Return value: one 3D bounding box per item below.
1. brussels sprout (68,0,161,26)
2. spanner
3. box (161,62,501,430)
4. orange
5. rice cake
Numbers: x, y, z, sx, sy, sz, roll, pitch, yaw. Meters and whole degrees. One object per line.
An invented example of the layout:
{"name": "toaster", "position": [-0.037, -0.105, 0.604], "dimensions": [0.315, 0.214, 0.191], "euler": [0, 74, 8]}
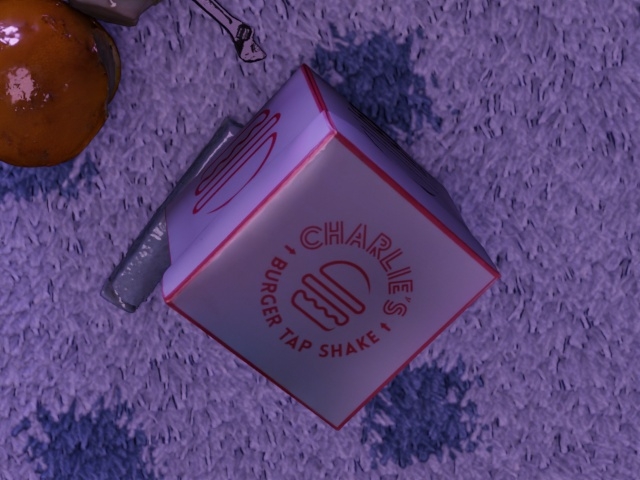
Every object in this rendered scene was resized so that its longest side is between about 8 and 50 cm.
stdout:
{"name": "brussels sprout", "position": [-0.272, -0.410, 1.713], "dimensions": [0.244, 0.244, 0.244], "euler": [1, 105, 2]}
{"name": "spanner", "position": [-0.156, -0.327, 1.839], "dimensions": [0.208, 0.012, 0.046], "euler": [43, 104, -9]}
{"name": "box", "position": [0.000, 0.000, 1.746], "dimensions": [0.314, 0.300, 0.312], "euler": [39, 103, -23]}
{"name": "orange", "position": [-0.389, -0.214, 1.767], "dimensions": [0.240, 0.240, 0.240], "euler": [1, 105, 2]}
{"name": "rice cake", "position": [-0.207, -0.031, 1.896], "dimensions": [0.066, 0.063, 0.336], "euler": [35, 103, -15]}
